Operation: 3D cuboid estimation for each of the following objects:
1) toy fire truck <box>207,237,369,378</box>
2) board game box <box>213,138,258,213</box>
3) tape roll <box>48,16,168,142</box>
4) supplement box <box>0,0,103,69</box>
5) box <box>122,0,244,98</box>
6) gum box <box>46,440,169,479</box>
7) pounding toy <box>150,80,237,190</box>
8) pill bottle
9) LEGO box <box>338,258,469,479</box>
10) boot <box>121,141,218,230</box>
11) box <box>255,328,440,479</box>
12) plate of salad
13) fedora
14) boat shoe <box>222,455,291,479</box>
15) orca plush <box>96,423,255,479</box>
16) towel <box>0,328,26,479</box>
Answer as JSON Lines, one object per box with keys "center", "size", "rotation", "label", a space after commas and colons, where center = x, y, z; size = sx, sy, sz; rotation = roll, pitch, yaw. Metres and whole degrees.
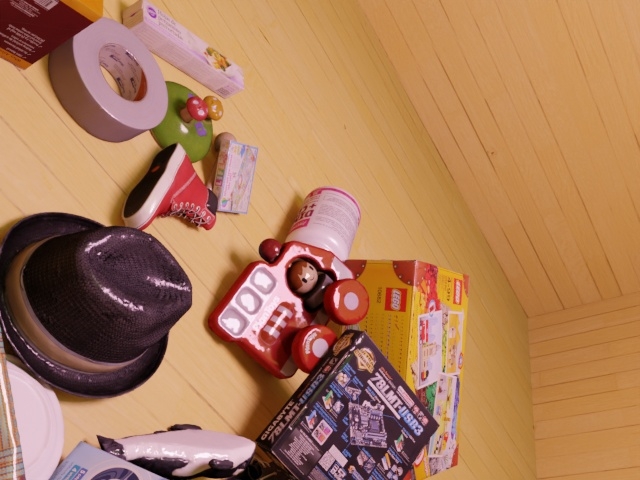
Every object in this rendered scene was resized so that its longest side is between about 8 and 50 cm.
{"center": [-0.062, 0.130, 1.342], "size": [0.254, 0.169, 0.302], "rotation": [44, 62, -19], "label": "toy fire truck"}
{"center": [-0.189, -0.139, 1.409], "size": [0.103, 0.026, 0.154], "rotation": [5, 96, -60], "label": "board game box"}
{"center": [-0.386, -0.295, 1.177], "size": [0.219, 0.072, 0.219], "rotation": [37, 43, -45], "label": "tape roll"}
{"center": [-0.466, -0.392, 0.962], "size": [0.191, 0.194, 0.129], "rotation": [26, 51, -53], "label": "supplement box"}
{"center": [-0.295, -0.419, 1.426], "size": [0.324, 0.067, 0.063], "rotation": [23, 52, -53], "label": "box"}
{"center": [-0.284, 0.359, 0.815], "size": [0.157, 0.184, 0.041], "rotation": [-54, 152, -47], "label": "gum box"}
{"center": [-0.250, -0.247, 1.351], "size": [0.237, 0.110, 0.183], "rotation": [50, 35, -34], "label": "pounding toy"}
{"center": [0.000, 0.000, 1.591], "size": [0.160, 0.160, 0.283], "rotation": [57, 30, -25], "label": "pill bottle"}
{"center": [0.207, 0.313, 1.584], "size": [0.372, 0.193, 0.500], "rotation": [15, 78, -57], "label": "LEGO box"}
{"center": [-0.272, -0.058, 1.223], "size": [0.176, 0.088, 0.244], "rotation": [57, 27, -28], "label": "boot"}
{"center": [0.065, 0.380, 1.257], "size": [0.293, 0.073, 0.295], "rotation": [-49, 113, -26], "label": "box"}
{"center": [-0.418, 0.237, 0.812], "size": [0.200, 0.048, 0.200], "rotation": [46, 27, -31], "label": "plate of salad"}
{"center": [-0.312, 0.078, 0.974], "size": [0.334, 0.152, 0.334], "rotation": [43, 35, -41], "label": "fedora"}
{"center": [-0.112, 0.442, 1.205], "size": [0.206, 0.075, 0.065], "rotation": [-13, 88, -58], "label": "boat shoe"}
{"center": [-0.228, 0.371, 1.017], "size": [0.287, 0.151, 0.102], "rotation": [17, 90, -60], "label": "orca plush"}
{"center": [-0.477, 0.161, 0.690], "size": [0.271, 0.040, 0.370], "rotation": [-5, 75, -47], "label": "towel"}
